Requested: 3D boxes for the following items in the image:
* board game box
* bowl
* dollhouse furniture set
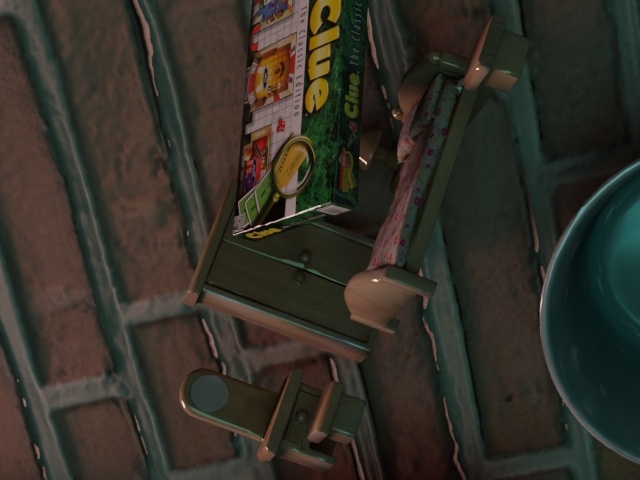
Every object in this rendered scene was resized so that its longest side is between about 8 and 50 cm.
[{"bbox_3d":[-0.014,-0.137,1.183,0.030,0.136,0.260,17,68,-38],"label":"board game box"},{"bbox_3d":[0.342,0.034,1.261,0.311,0.163,0.311,1,109,4],"label":"bowl"},{"bbox_3d":[0.000,0.000,1.166,0.174,0.355,0.303,20,70,-4],"label":"dollhouse furniture set"}]
